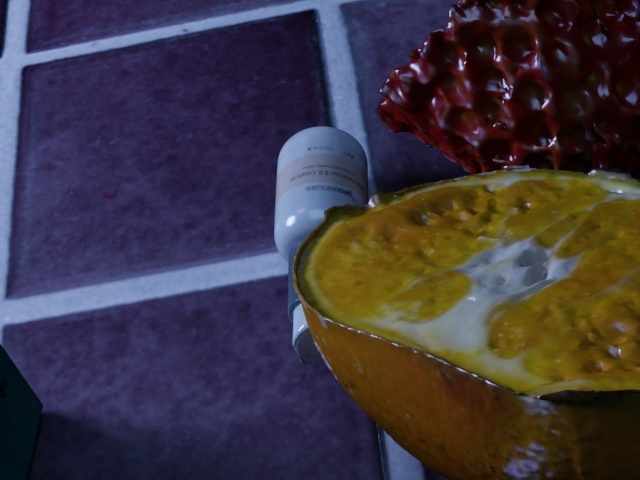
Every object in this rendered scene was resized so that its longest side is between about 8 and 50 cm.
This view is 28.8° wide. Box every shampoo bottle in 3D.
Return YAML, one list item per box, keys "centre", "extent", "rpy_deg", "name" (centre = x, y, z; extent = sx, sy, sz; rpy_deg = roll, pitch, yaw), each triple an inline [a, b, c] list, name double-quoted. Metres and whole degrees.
- centre: [0.000, 0.000, 0.952]
  extent: [0.074, 0.074, 0.192]
  rpy_deg: [-5, 50, 8]
  name: "shampoo bottle"

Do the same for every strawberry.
- centre: [0.171, -0.107, 0.968]
  extent: [0.234, 0.234, 0.178]
  rpy_deg: [-31, 80, -13]
  name: "strawberry"

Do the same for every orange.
- centre: [0.149, 0.047, 0.775]
  extent: [0.310, 0.274, 0.274]
  rpy_deg: [-29, 32, 49]
  name: "orange"

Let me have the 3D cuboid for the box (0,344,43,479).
- centre: [-0.302, 0.093, 0.830]
  extent: [0.153, 0.245, 0.092]
  rpy_deg: [-3, 54, 11]
  name: "box"
